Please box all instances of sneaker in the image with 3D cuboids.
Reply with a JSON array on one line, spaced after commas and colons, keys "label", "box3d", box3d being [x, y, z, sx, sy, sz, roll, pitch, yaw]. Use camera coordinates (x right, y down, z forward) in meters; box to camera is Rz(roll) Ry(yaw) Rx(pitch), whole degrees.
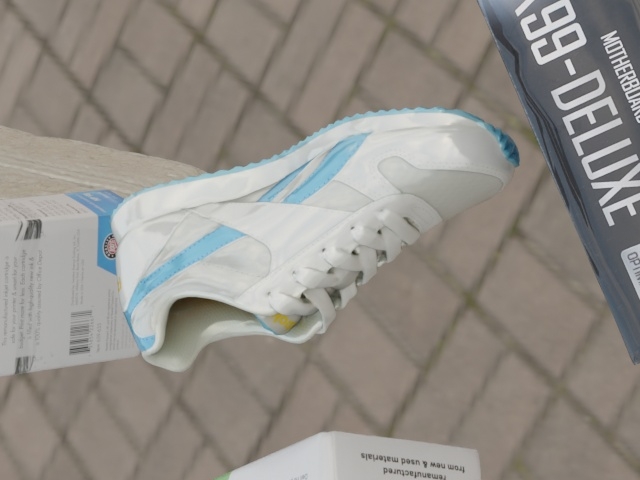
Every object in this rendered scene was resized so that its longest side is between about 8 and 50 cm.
[{"label": "sneaker", "box3d": [0.000, 0.000, 1.003, 0.228, 0.087, 0.092, -20, 62, 20]}]

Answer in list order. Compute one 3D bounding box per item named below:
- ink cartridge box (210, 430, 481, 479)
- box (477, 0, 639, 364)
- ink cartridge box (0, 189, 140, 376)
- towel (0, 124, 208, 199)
[{"label": "ink cartridge box", "box3d": [-0.001, 0.270, 1.095, 0.201, 0.117, 0.278, -30, 56, 49]}, {"label": "box", "box3d": [0.175, -0.087, 0.954, 0.076, 0.307, 0.242, -24, 88, 24]}, {"label": "ink cartridge box", "box3d": [-0.207, 0.029, 1.233, 0.060, 0.180, 0.104, 30, 120, 54]}, {"label": "towel", "box3d": [-0.248, -0.039, 1.551, 0.282, 0.187, 0.049, 12, 113, 27]}]
